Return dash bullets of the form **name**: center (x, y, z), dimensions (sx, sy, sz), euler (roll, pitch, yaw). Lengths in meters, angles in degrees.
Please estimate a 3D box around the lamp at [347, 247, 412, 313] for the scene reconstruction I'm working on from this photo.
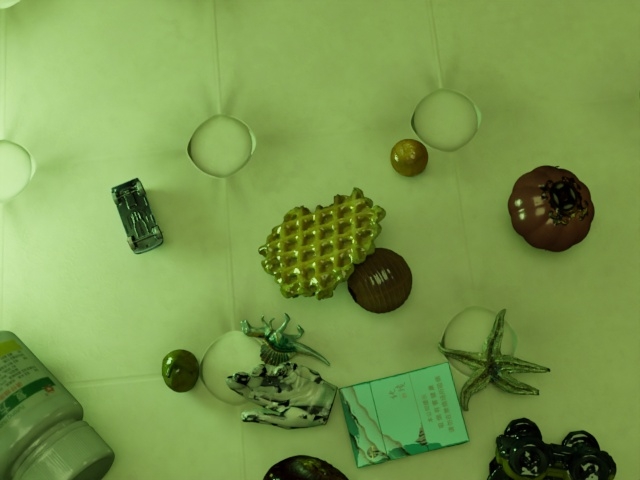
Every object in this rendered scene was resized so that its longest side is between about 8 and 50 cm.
- **lamp**: center (0.118, 0.081, 1.812), dimensions (0.137, 0.136, 0.136), euler (-1, 73, 4)

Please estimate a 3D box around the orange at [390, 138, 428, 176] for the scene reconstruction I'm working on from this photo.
- **orange**: center (0.191, -0.177, 1.919), dimensions (0.083, 0.070, 0.083), euler (-8, 64, 16)

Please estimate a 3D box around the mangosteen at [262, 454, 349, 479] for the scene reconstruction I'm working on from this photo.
- **mangosteen**: center (-0.033, 0.514, 1.676), dimensions (0.192, 0.192, 0.217), euler (26, 100, 12)

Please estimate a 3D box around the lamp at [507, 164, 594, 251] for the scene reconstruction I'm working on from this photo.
- **lamp**: center (0.467, -0.062, 1.835), dimensions (0.182, 0.140, 0.181), euler (4, 73, -14)

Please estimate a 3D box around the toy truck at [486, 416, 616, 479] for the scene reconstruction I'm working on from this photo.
- **toy truck**: center (0.430, 0.441, 1.686), dimensions (0.225, 0.147, 0.165), euler (9, 98, 4)

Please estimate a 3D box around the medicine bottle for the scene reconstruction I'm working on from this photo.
- **medicine bottle**: center (-0.577, 0.358, 1.742), dimensions (0.340, 0.208, 0.208), euler (42, 80, 15)

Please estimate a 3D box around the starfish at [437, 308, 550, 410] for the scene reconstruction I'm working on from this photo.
- **starfish**: center (0.341, 0.242, 1.784), dimensions (0.224, 0.050, 0.216), euler (19, 94, 13)

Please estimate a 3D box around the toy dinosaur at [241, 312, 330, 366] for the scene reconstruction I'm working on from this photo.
- **toy dinosaur**: center (-0.079, 0.216, 1.839), dimensions (0.106, 0.044, 0.187), euler (-41, 87, 5)

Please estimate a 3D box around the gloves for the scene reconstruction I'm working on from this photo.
- **gloves**: center (-0.081, 0.302, 1.777), dimensions (0.212, 0.111, 0.127), euler (17, 101, 6)

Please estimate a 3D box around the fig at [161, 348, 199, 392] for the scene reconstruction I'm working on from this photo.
- **fig**: center (-0.286, 0.257, 1.808), dimensions (0.082, 0.098, 0.084), euler (24, 65, 13)

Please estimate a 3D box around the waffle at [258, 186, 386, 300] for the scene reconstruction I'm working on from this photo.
- **waffle**: center (-0.001, -0.001, 1.837), dimensions (0.291, 0.051, 0.291), euler (-18, 49, 22)

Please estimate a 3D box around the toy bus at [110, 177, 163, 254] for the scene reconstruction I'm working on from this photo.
- **toy bus**: center (-0.387, -0.046, 1.921), dimensions (0.073, 0.076, 0.167), euler (-22, 70, -4)

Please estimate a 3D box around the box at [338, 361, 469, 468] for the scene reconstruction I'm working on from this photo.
- **box**: center (0.163, 0.344, 1.764), dimensions (0.227, 0.042, 0.160), euler (-14, 76, 4)
